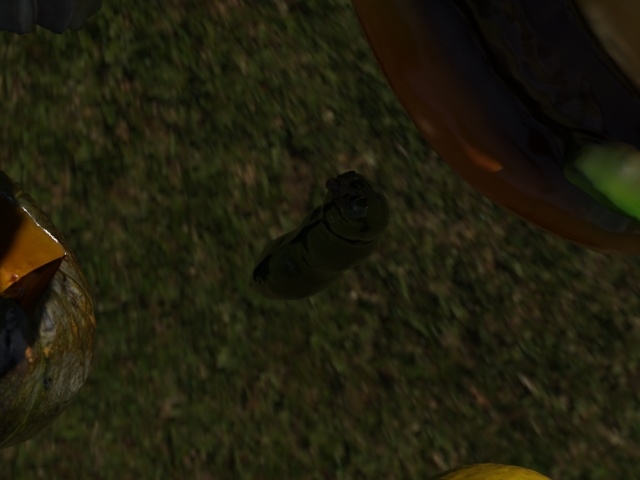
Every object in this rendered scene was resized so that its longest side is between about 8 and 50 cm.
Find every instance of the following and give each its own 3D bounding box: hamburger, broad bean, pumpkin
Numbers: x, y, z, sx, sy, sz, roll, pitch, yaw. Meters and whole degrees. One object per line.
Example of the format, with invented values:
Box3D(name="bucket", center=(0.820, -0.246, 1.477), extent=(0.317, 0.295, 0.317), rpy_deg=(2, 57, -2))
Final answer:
Box3D(name="hamburger", center=(0.193, -0.196, 1.111), extent=(0.277, 0.395, 0.396), rpy_deg=(-23, 118, 45))
Box3D(name="broad bean", center=(0.004, 0.000, 1.341), extent=(0.065, 0.254, 0.046), rpy_deg=(-5, 76, -17))
Box3D(name="pumpkin", center=(-0.343, 0.054, 1.754), extent=(0.320, 0.320, 0.192), rpy_deg=(40, 118, -19))

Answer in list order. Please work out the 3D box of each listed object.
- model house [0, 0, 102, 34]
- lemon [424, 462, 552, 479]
Box3D(name="model house", center=(-0.307, -0.343, 1.650), extent=(0.298, 0.243, 0.284), rpy_deg=(13, 114, 2))
Box3D(name="lemon", center=(0.118, 0.245, 1.375), extent=(0.187, 0.244, 0.186), rpy_deg=(1, 93, 22))
